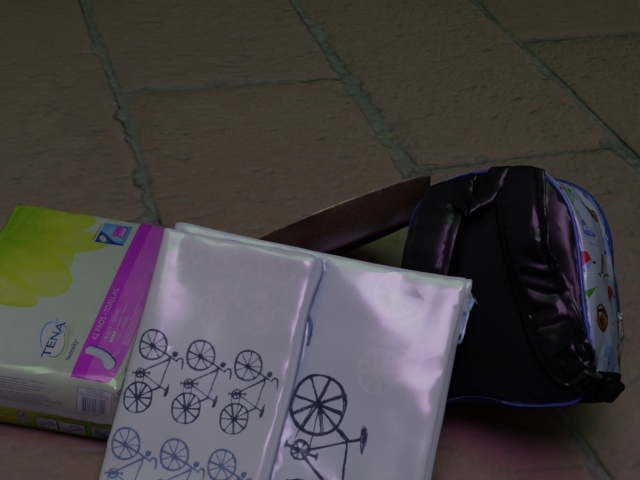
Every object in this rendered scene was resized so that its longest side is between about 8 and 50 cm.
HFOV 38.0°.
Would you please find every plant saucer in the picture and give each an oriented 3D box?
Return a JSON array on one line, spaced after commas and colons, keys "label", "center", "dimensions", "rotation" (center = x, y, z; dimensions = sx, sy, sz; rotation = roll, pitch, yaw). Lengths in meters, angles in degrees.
[{"label": "plant saucer", "center": [0.000, 0.000, 1.154], "dimensions": [0.311, 0.311, 0.050], "rotation": [-20, 87, -30]}]

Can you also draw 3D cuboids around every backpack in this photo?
[{"label": "backpack", "center": [0.219, 0.051, 1.054], "dimensions": [0.277, 0.263, 0.213], "rotation": [-4, -2, 33]}]

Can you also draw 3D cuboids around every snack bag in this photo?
[{"label": "snack bag", "center": [-0.035, 0.160, 0.948], "dimensions": [0.343, 0.037, 0.323], "rotation": [11, 75, 9]}]

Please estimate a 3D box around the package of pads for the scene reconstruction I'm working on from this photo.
[{"label": "package of pads", "center": [-0.306, 0.084, 1.094], "dimensions": [0.229, 0.101, 0.296], "rotation": [9, 38, 1]}]
